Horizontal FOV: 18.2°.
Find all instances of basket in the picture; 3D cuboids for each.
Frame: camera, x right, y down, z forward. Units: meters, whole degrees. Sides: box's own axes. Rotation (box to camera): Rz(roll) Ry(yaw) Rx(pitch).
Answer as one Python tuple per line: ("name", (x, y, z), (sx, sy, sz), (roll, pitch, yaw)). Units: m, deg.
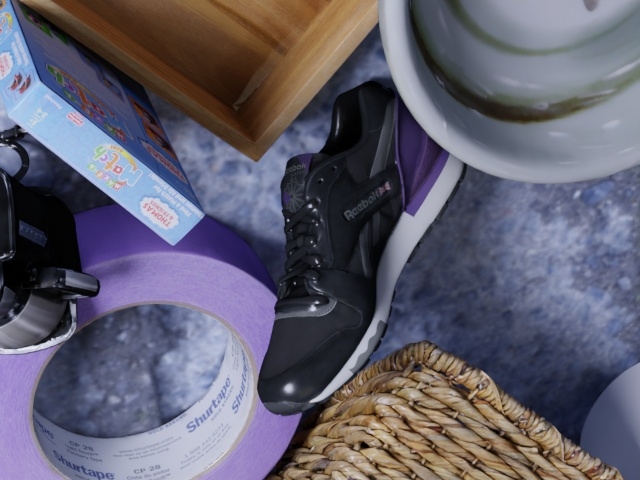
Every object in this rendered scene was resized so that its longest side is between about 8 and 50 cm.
("basket", (0.114, 0.239, 1.725), (0.299, 0.213, 0.223), (35, 85, -14))

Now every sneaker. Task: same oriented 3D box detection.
("sneaker", (0.000, 0.000, 1.563), (0.124, 0.107, 0.283), (44, 57, -26))

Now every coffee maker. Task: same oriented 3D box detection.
("coffee maker", (-0.253, -0.006, 1.444), (0.120, 0.171, 0.178), (-28, 168, 3))

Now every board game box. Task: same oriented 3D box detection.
("board game box", (-0.171, -0.101, 1.432), (0.039, 0.211, 0.160), (-45, 122, 9))

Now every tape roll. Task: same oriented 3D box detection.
("tape roll", (-0.152, 0.109, 1.632), (0.274, 0.090, 0.275), (-9, 121, -15))

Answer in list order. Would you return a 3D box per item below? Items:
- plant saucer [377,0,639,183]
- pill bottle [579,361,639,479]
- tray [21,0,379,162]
("plant saucer", (0.208, -0.238, 1.510), (0.400, 0.100, 0.400), (-15, 127, -20))
("pill bottle", (0.396, 0.276, 1.844), (0.210, 0.210, 0.363), (-36, 124, 3))
("tray", (-0.139, -0.248, 1.444), (0.411, 0.076, 0.203), (34, 103, -32))
